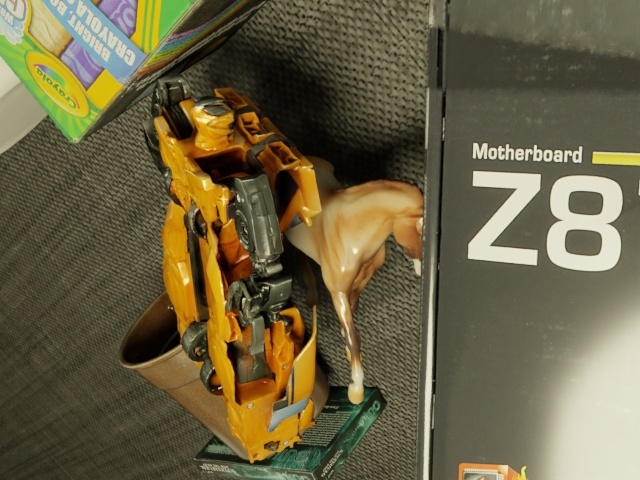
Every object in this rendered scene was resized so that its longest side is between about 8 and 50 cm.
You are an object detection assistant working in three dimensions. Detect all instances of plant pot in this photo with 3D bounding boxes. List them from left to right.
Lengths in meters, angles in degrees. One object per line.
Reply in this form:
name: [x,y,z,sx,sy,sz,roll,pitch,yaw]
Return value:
plant pot: [-0.085,0.122,0.908,0.167,0.167,0.165,-15,121,47]

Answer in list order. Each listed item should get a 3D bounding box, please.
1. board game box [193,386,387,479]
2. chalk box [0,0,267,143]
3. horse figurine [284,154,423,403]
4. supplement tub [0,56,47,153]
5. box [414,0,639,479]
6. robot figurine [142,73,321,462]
board game box: [-0.035,0.204,0.950,0.186,0.126,0.026,-7,119,45]
chalk box: [-0.144,-0.207,0.642,0.179,0.180,0.289,52,139,-8]
horse figurine: [0.000,0.000,0.707,0.263,0.066,0.174,-135,41,-53]
supplement tub: [-0.369,-0.215,0.820,0.272,0.191,0.191,47,141,-2]
box: [0.239,0.011,0.361,0.395,0.097,0.318,6,99,26]
robot figurine: [-0.063,0.018,0.670,0.211,0.085,0.290,49,148,41]
